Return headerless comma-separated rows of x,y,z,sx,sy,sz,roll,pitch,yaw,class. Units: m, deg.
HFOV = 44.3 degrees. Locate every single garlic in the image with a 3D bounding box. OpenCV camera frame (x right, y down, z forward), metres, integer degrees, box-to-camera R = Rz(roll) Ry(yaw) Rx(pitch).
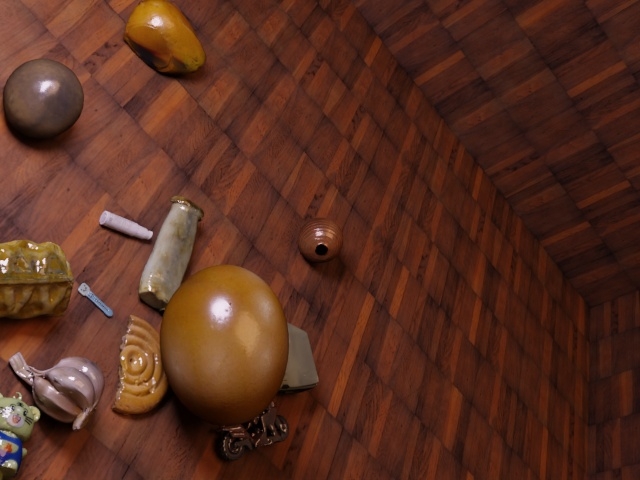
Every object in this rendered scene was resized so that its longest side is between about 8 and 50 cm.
-0.503,0.268,1.511,0.194,0.127,0.131,33,3,7,garlic

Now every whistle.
-0.565,0.368,1.373,0.105,0.085,0.227,34,44,-30,whistle

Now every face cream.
-0.451,-0.032,1.834,0.130,0.034,0.034,24,49,-40,face cream

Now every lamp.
0.000,0.000,2.295,0.136,0.136,0.136,31,45,-37,lamp

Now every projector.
-0.133,0.290,1.971,0.269,0.088,0.194,10,59,-49,projector

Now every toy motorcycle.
-0.161,0.436,1.845,0.212,0.084,0.118,-8,82,-48,toy motorcycle

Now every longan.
-0.608,-0.311,1.727,0.167,0.167,0.187,40,62,-28,longan

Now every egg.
-0.208,0.226,1.716,0.282,0.282,0.351,10,65,-49,egg

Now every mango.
-0.413,-0.561,2.159,0.236,0.136,0.166,48,34,-28,mango

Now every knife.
-0.485,0.130,1.702,0.096,0.010,0.027,48,37,-19,knife

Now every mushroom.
-0.357,0.023,1.883,0.100,0.081,0.312,35,47,-28,mushroom

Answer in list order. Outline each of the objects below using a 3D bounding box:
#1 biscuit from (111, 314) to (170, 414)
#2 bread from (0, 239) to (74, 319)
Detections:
-0.381,0.280,1.712,0.144,0.033,0.224,33,44,-34,biscuit
-0.604,0.074,1.490,0.267,0.130,0.152,4,73,-51,bread
